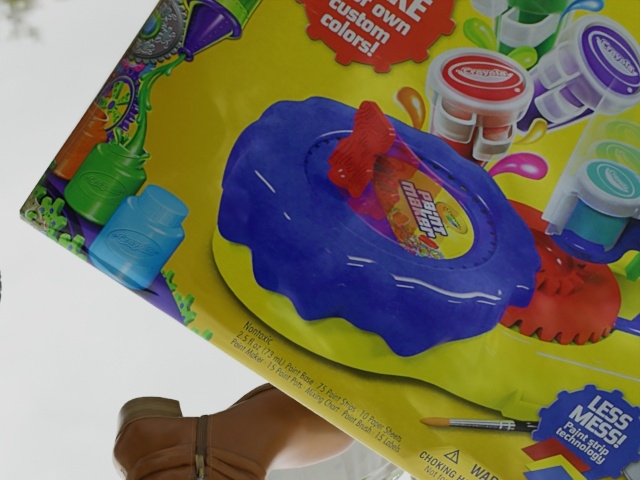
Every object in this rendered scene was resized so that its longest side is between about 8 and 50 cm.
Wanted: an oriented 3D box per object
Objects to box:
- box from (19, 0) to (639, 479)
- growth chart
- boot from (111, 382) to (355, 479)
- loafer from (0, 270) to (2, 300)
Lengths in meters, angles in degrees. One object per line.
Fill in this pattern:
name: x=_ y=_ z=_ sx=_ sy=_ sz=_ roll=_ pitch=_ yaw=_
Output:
box: x=0.084 y=-0.064 z=0.687 sx=0.290 sy=0.279 sz=0.177 roll=33 pitch=-158 yaw=-9
growth chart: x=0.008 y=0.236 z=1.755 sx=0.237 sy=0.172 sz=0.021 roll=-21 pitch=-161 yaw=-32
boot: x=-0.054 y=0.168 z=1.223 sx=0.197 sy=0.073 sz=0.152 roll=-2 pitch=-160 yaw=-11
loafer: x=-0.344 y=0.075 z=1.379 sx=0.087 sy=0.094 sz=0.251 roll=0 pitch=-140 yaw=19
